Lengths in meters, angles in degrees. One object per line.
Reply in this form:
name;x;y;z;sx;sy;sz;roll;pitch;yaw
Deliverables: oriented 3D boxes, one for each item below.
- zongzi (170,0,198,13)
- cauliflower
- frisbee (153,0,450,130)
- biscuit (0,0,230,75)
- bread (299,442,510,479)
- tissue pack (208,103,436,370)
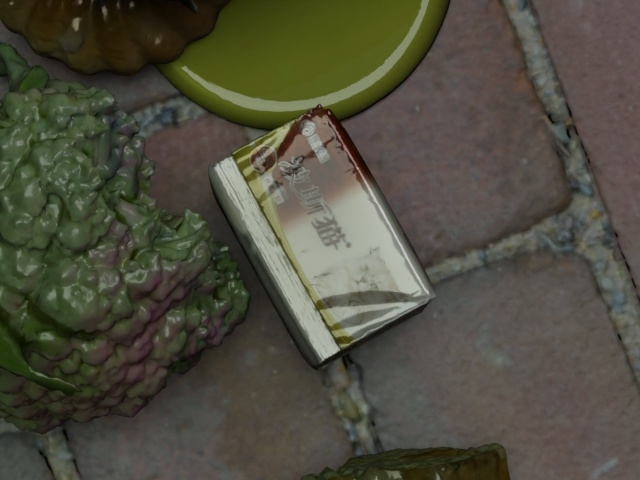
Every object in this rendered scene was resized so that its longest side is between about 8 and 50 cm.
zongzi;0.010;-0.381;1.182;0.403;0.432;0.208;-22;54;-20
cauliflower;-0.174;-0.019;1.284;0.239;0.256;0.315;-7;53;2
frisbee;-0.023;-0.194;1.385;0.236;0.017;0.236;0;84;0
biscuit;-0.128;-0.175;1.344;0.183;0.061;0.118;-25;86;-3
bread;0.063;0.268;1.279;0.152;0.130;0.268;-4;83;-10
tissue pack;0.001;0.000;1.319;0.099;0.106;0.149;-29;85;-3
